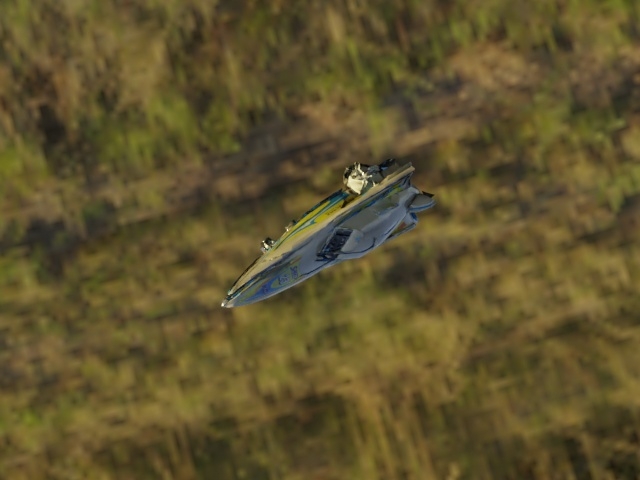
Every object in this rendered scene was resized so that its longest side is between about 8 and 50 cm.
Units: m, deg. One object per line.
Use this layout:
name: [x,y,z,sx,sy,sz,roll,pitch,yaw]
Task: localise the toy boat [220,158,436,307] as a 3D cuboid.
toy boat: [0.000,0.000,1.701,0.210,0.066,0.084,-33,152,-16]
